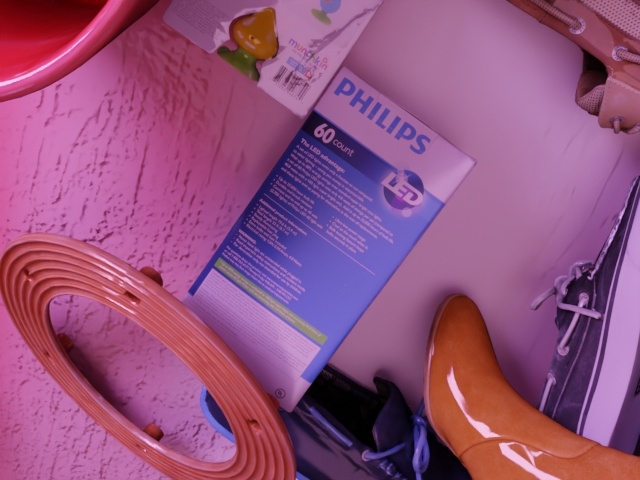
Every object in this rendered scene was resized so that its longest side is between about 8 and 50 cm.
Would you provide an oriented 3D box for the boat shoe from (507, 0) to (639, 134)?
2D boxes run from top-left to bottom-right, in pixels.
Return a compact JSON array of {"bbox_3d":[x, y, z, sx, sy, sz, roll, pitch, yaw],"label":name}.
[{"bbox_3d":[0.259,-0.147,0.496,0.324,0.122,0.120,41,113,-6],"label":"boat shoe"}]

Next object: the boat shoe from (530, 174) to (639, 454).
[{"bbox_3d":[0.264,0.068,0.582,0.113,0.104,0.307,-9,111,-42],"label":"boat shoe"}]

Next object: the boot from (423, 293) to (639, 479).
[{"bbox_3d":[0.201,0.181,0.530,0.104,0.295,0.211,10,162,-41],"label":"boot"}]

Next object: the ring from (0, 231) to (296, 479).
[{"bbox_3d":[-0.161,0.126,0.575,0.336,0.032,0.337,21,137,21],"label":"ring"}]

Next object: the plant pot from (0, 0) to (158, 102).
[{"bbox_3d":[-0.189,-0.239,0.382,0.274,0.243,0.275,1,111,3],"label":"plant pot"}]

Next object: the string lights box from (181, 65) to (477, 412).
[{"bbox_3d":[0.000,0.000,0.537,0.133,0.077,0.260,36,98,1],"label":"string lights box"}]

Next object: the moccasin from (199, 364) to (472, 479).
[{"bbox_3d":[0.047,0.199,0.629,0.341,0.138,0.117,26,107,-11],"label":"moccasin"}]

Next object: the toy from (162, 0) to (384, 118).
[{"bbox_3d":[-0.002,-0.233,0.485,0.136,0.056,0.237,34,101,-7],"label":"toy"}]

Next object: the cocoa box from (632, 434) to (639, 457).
[{"bbox_3d":[0.410,0.275,0.603,0.347,0.228,0.231,-33,109,14],"label":"cocoa box"}]
